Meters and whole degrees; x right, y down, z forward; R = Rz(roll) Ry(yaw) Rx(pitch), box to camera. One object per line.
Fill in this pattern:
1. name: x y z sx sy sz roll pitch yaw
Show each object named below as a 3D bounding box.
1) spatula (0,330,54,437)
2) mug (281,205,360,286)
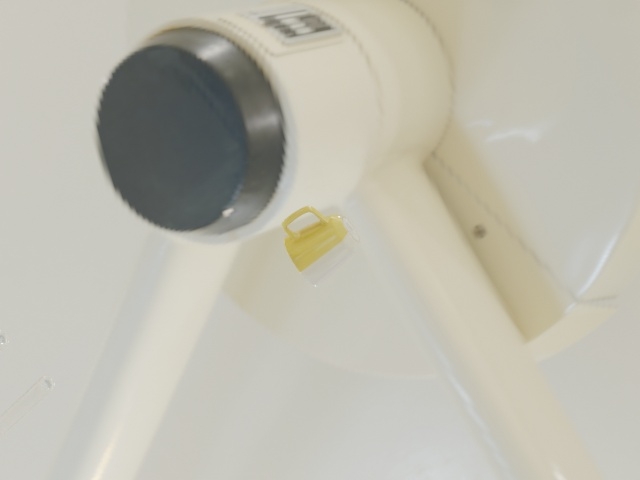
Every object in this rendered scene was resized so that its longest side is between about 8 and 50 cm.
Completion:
1. spatula: -0.350 0.150 1.278 0.019 0.242 0.168 -29 -78 42
2. mug: 0.002 0.003 1.459 0.064 0.078 0.062 -33 -115 14
